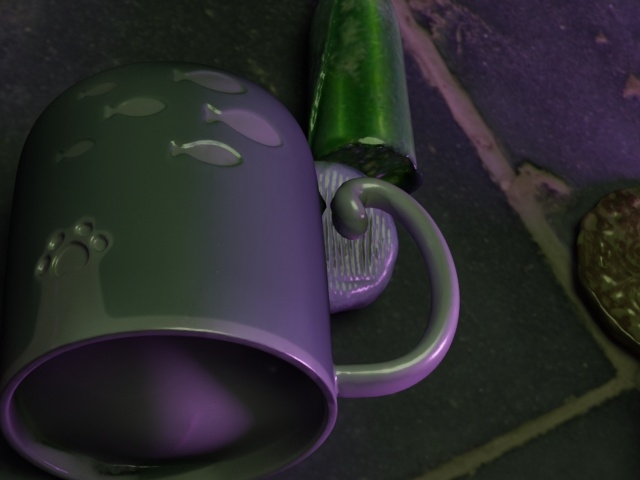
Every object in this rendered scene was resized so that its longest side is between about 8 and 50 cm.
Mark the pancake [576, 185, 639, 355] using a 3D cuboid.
[{"bbox_3d":[0.354,0.035,1.793,0.235,0.029,0.212,6,58,-23],"label":"pancake"}]

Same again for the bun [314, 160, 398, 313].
[{"bbox_3d":[0.000,0.000,1.605,0.141,0.083,0.140,6,75,-25],"label":"bun"}]

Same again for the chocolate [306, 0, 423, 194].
[{"bbox_3d":[0.034,-0.175,1.723,0.110,0.110,0.291,12,53,-20],"label":"chocolate"}]

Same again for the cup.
[{"bbox_3d":[-0.071,0.019,1.422,0.357,0.259,0.274,-2,57,-3],"label":"cup"}]
